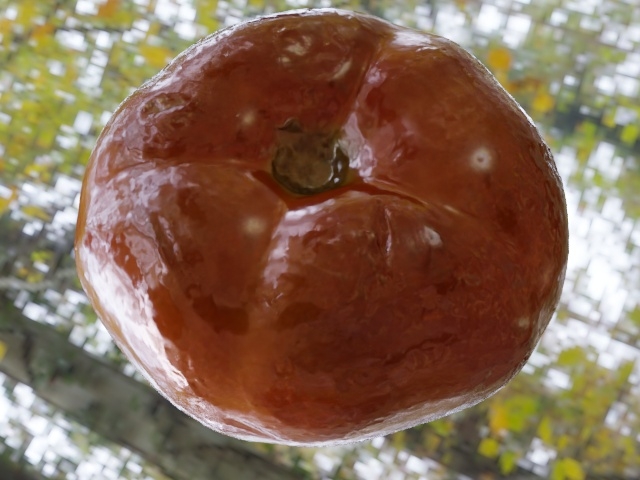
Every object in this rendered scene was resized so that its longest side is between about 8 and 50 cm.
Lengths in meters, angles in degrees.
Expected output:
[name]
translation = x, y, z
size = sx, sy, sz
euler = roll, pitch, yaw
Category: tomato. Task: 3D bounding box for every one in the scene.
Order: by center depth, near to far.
[tomato]
translation = 0.002, 0.003, 0.991
size = 0.260, 0.260, 0.180
euler = -47, -29, -24
